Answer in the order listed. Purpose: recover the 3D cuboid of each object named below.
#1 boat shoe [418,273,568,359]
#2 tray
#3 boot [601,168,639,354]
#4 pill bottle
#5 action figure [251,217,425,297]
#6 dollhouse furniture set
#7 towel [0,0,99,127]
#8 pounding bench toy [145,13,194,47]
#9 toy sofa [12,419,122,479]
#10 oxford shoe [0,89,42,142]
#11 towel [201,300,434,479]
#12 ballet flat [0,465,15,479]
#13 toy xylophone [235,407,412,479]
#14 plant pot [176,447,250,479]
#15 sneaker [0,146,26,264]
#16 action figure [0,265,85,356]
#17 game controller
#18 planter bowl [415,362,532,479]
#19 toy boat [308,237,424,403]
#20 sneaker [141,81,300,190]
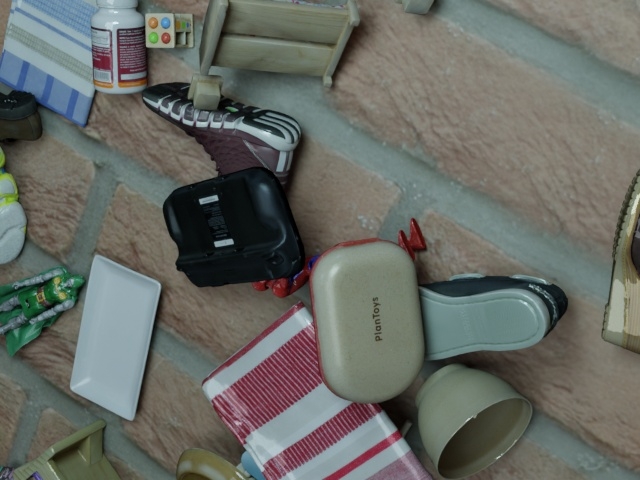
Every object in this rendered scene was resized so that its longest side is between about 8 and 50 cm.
[{"bbox_3d":[0.201,0.105,1.376,0.303,0.091,0.114,1,105,40],"label":"boat shoe"},{"bbox_3d":[-0.353,0.168,1.700,0.145,0.030,0.270,22,110,22],"label":"tray"},{"bbox_3d":[0.479,0.037,1.244,0.207,0.090,0.248,8,103,13],"label":"boot"},{"bbox_3d":[-0.318,-0.313,1.539,0.086,0.086,0.152,13,113,24],"label":"pill bottle"},{"bbox_3d":[0.000,0.000,1.455,0.280,0.091,0.139,-20,98,27],"label":"action figure"},{"bbox_3d":[-0.009,-0.349,1.379,0.355,0.303,0.173,120,147,-51],"label":"dollhouse furniture set"},{"bbox_3d":[-0.433,-0.358,1.627,0.209,0.034,0.285,29,114,16],"label":"towel"},{"bbox_3d":[-0.249,-0.327,1.522,0.083,0.065,0.052,6,104,26],"label":"pounding bench toy"},{"bbox_3d":[-0.382,0.519,1.722,0.177,0.150,0.362,-40,82,26],"label":"toy sofa"},{"bbox_3d":[-0.571,-0.213,1.699,0.227,0.083,0.096,18,136,36],"label":"oxford shoe"},{"bbox_3d":[-0.013,0.285,1.459,0.237,0.037,0.329,-40,83,27],"label":"towel"},{"bbox_3d":[-0.642,0.522,1.903,0.079,0.077,0.221,41,117,-8],"label":"ballet flat"},{"bbox_3d":[0.002,0.299,1.522,0.236,0.081,0.322,28,112,18],"label":"toy xylophone"},{"bbox_3d":[-0.156,0.443,1.602,0.236,0.032,0.236,27,137,28],"label":"plant pot"},{"bbox_3d":[-0.595,-0.081,1.751,0.126,0.091,0.240,30,127,50],"label":"sneaker"},{"bbox_3d":[-0.511,0.109,1.752,0.232,0.063,0.137,-26,86,25],"label":"action figure"},{"bbox_3d":[-0.138,-0.015,1.474,0.319,0.067,0.166,-8,94,53],"label":"game controller"},{"bbox_3d":[0.202,0.243,1.381,0.109,0.162,0.162,51,121,38],"label":"planter bowl"},{"bbox_3d":[0.054,0.110,1.373,0.151,0.151,0.231,-8,96,-15],"label":"toy boat"},{"bbox_3d":[-0.165,-0.137,1.504,0.281,0.106,0.162,22,121,27],"label":"sneaker"}]
